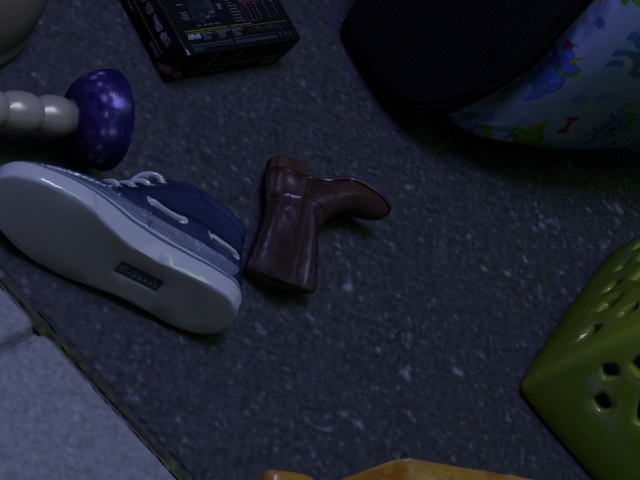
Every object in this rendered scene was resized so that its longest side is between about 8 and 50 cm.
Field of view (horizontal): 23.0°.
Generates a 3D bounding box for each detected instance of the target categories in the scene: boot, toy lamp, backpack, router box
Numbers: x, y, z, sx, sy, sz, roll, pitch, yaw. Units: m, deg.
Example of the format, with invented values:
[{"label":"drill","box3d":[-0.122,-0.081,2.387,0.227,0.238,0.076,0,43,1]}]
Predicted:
[{"label":"boot","box3d":[0.000,0.000,1.147,0.106,0.037,0.114,17,48,-13]},{"label":"toy lamp","box3d":[-0.248,-0.085,0.976,0.275,0.080,0.080,2,60,-37]},{"label":"backpack","box3d":[0.249,-0.202,1.332,0.356,0.290,0.273,-15,65,-54]},{"label":"boot","box3d":[-0.131,-0.014,1.039,0.190,0.069,0.086,34,38,-27]},{"label":"router box","box3d":[-0.086,-0.175,1.198,0.122,0.038,0.092,-15,72,-44]}]

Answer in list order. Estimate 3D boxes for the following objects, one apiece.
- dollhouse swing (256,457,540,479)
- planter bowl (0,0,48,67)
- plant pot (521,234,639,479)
[{"label":"dollhouse swing","box3d":[0.075,0.337,0.815,0.347,0.315,0.305,15,42,-32]},{"label":"planter bowl","box3d":[-0.241,-0.206,1.043,0.162,0.109,0.162,21,49,-27]},{"label":"plant pot","box3d":[0.333,0.093,1.232,0.227,0.207,0.228,46,42,-3]}]
